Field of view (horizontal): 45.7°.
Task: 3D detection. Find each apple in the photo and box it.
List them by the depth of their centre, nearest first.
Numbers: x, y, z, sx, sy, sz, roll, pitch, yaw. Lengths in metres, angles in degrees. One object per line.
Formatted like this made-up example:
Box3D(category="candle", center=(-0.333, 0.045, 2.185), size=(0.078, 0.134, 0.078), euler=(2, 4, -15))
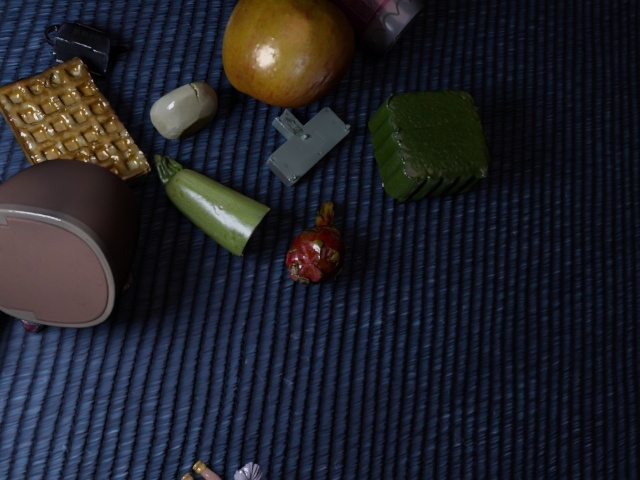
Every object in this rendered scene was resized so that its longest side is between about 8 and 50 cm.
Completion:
Box3D(category="apple", center=(-0.077, -0.433, 1.725), size=(0.299, 0.299, 0.275), euler=(28, 90, -8))

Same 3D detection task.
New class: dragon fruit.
Box3D(category="dragon fruit", center=(0.000, 0.000, 1.706), size=(0.125, 0.125, 0.246), euler=(44, 39, -33))

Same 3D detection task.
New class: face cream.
Box3D(category="face cream", center=(0.137, -0.585, 1.902), size=(0.195, 0.175, 0.175), euler=(40, 65, -1))

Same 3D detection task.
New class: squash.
Box3D(category="squash", center=(-0.255, -0.081, 1.660), size=(0.287, 0.137, 0.137), euler=(30, 65, 8))

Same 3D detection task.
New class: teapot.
Box3D(category="teapot", center=(-0.521, -0.439, 1.688), size=(0.177, 0.087, 0.096), euler=(16, 60, -13))

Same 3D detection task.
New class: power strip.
Box3D(category="power strip", center=(-0.047, -0.244, 1.793), size=(0.145, 0.061, 0.215), euler=(45, 64, -1))

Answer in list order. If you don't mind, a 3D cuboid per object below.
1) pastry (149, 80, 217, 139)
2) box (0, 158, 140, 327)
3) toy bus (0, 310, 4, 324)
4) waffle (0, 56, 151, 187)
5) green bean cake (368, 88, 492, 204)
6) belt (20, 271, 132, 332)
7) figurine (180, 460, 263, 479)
Box3D(category="pastry", center=(-0.298, -0.287, 1.675), size=(0.156, 0.156, 0.092), euler=(-38, 91, -25))
Box3D(category="box", center=(-0.489, -0.006, 1.425), size=(0.301, 0.301, 0.216), euler=(24, 38, -10))
Box3D(category="toy bus", center=(-0.664, 0.192, 1.430), size=(0.079, 0.092, 0.160), euler=(18, 68, -11))
Box3D(category="waffle", center=(-0.526, -0.223, 1.613), size=(0.213, 0.091, 0.308), euler=(-30, 85, -25))
Box3D(category="green bean cake", center=(0.263, -0.230, 1.838), size=(0.250, 0.156, 0.247), euler=(-8, 74, -20))
Box3D(category="belt", center=(-0.493, 0.111, 1.536), size=(0.232, 0.053, 0.071), euler=(-23, 79, -26))
Box3D(category="figurine", center=(-0.167, 0.528, 1.474), size=(0.240, 0.116, 0.175), euler=(44, 63, 6))
